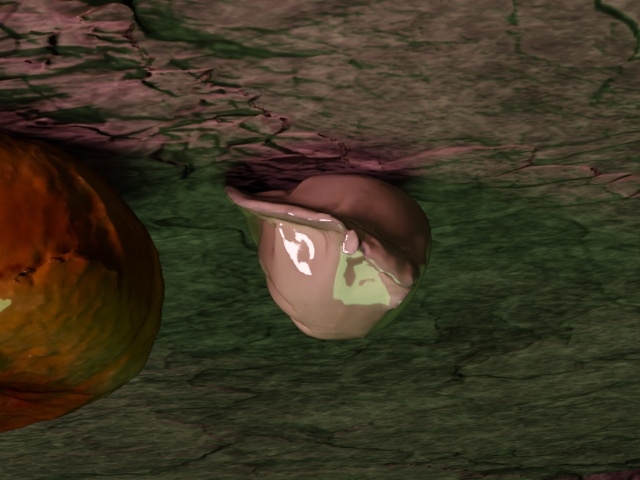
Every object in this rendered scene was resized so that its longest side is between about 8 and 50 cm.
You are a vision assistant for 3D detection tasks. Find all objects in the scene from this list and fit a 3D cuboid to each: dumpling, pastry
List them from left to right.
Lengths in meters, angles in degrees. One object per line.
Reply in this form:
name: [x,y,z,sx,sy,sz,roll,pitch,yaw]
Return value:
pastry: [-0.271,0.036,1.227,0.356,0.163,0.356,-9,160,-3]
dumpling: [-0.002,0.003,1.305,0.155,0.111,0.181,33,143,-14]
